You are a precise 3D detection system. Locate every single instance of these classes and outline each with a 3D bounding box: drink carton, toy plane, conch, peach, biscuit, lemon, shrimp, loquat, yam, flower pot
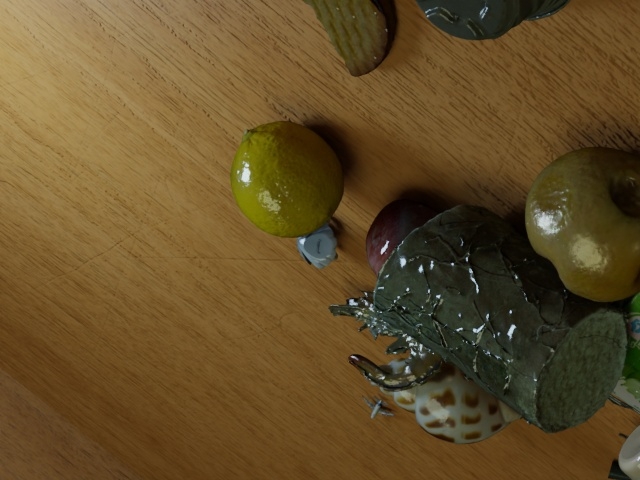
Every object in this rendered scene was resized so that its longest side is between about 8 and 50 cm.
[{"bbox_3d":[0.501,0.146,1.807,0.161,0.108,0.271,33,148,6],"label":"drink carton"},{"bbox_3d":[0.116,0.345,2.513,0.078,0.024,0.084,31,154,8],"label":"toy plane"},{"bbox_3d":[0.220,0.278,2.207,0.275,0.149,0.183,35,152,6],"label":"conch"},{"bbox_3d":[0.149,0.001,1.949,0.152,0.152,0.152,25,146,18],"label":"peach"},{"bbox_3d":[0.026,-0.329,1.724,0.176,0.031,0.229,24,148,21],"label":"biscuit"},{"bbox_3d":[-0.057,-0.100,1.964,0.203,0.178,0.178,48,146,-20],"label":"lemon"},{"bbox_3d":[0.117,0.181,2.178,0.253,0.173,0.058,8,163,29],"label":"shrimp"},{"bbox_3d":[0.373,-0.021,1.635,0.213,0.213,0.213,25,146,18],"label":"loquat"},{"bbox_3d":[0.266,0.110,1.801,0.348,0.241,0.241,37,154,38],"label":"yam"},{"bbox_3d":[0.193,-0.332,1.459,0.235,0.140,0.235,26,145,20],"label":"flower pot"}]

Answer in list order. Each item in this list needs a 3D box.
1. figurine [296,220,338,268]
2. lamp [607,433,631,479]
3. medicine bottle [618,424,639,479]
[{"bbox_3d":[0.000,0.000,2.138,0.082,0.086,0.094,8,98,16],"label":"figurine"},{"bbox_3d":[0.542,0.392,2.161,0.054,0.041,0.121,16,146,17],"label":"lamp"},{"bbox_3d":[0.620,0.408,2.028,0.252,0.114,0.114,38,148,-5],"label":"medicine bottle"}]
